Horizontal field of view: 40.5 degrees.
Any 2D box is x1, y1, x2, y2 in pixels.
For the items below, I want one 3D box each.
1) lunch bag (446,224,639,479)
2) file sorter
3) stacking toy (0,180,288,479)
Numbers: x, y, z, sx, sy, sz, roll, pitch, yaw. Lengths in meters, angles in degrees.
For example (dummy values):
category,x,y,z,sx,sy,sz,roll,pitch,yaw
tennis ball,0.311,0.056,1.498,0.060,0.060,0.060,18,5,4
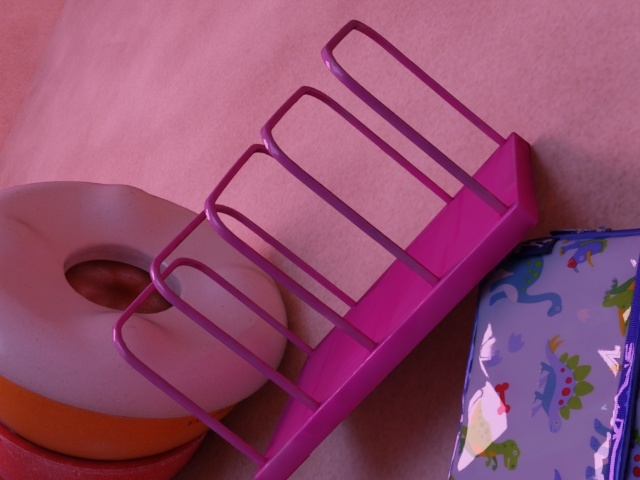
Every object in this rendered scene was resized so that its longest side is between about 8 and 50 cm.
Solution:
category,x,y,z,sx,sy,sz,roll,pitch,yaw
lunch bag,0.170,0.101,0.521,0.176,0.090,0.219,-4,66,52
file sorter,0.000,0.000,0.679,0.291,0.182,0.202,-49,5,23
stacking toy,-0.267,0.207,0.941,0.480,0.350,0.350,-67,28,26
